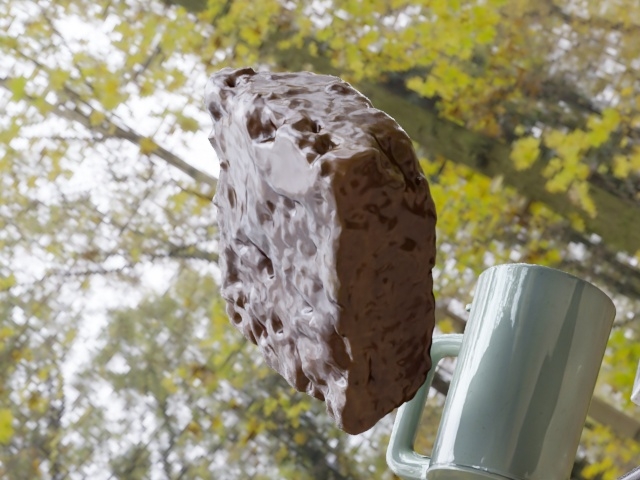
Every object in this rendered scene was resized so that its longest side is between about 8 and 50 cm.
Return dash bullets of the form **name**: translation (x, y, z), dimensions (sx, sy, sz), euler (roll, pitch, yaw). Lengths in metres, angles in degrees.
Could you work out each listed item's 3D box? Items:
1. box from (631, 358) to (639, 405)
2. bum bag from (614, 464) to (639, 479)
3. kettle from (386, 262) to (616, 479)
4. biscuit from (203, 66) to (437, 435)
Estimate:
- **box**: translation (0.453, 0.118, 1.264), dimensions (0.095, 0.210, 0.330), euler (-66, -10, 25)
- **bum bag**: translation (0.334, 0.233, 1.008), dimensions (0.109, 0.159, 0.026), euler (-51, 0, 42)
- **kettle**: translation (0.255, 0.208, 1.709), dimensions (0.205, 0.265, 0.318), euler (86, -159, -67)
- **biscuit**: translation (0.000, 0.000, 1.527), dimensions (0.166, 0.343, 0.395), euler (-17, -56, -25)
